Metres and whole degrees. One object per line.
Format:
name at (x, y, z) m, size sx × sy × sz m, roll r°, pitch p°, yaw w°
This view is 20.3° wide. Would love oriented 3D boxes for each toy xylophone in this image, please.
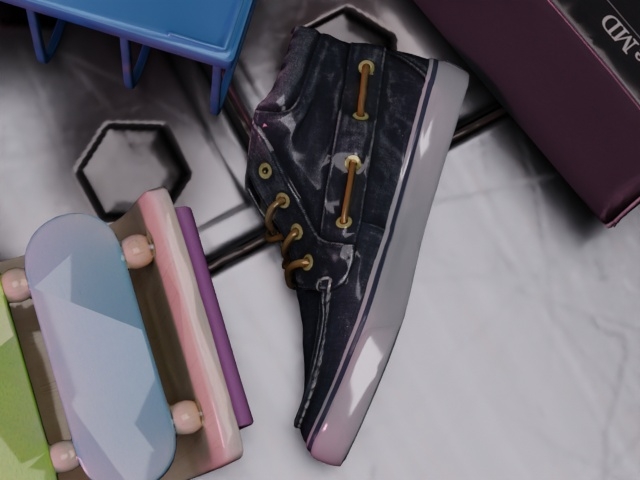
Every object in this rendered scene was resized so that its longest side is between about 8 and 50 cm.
toy xylophone at (-0.202, 0.052, 0.727) m, size 0.322 × 0.081 × 0.236 m, roll -25°, pitch 83°, yaw -7°

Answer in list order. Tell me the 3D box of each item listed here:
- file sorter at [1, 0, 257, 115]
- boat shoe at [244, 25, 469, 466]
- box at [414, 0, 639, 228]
file sorter at (-0.102, -0.136, 0.747) m, size 0.170 × 0.104 × 0.118 m, roll 17°, pitch 76°, yaw 0°
boat shoe at (0.000, 0.000, 0.758) m, size 0.083 × 0.065 × 0.183 m, roll 16°, pitch 73°, yaw 0°
box at (0.116, -0.167, 0.758) m, size 0.184 × 0.103 × 0.261 m, roll -37°, pitch 84°, yaw -20°
